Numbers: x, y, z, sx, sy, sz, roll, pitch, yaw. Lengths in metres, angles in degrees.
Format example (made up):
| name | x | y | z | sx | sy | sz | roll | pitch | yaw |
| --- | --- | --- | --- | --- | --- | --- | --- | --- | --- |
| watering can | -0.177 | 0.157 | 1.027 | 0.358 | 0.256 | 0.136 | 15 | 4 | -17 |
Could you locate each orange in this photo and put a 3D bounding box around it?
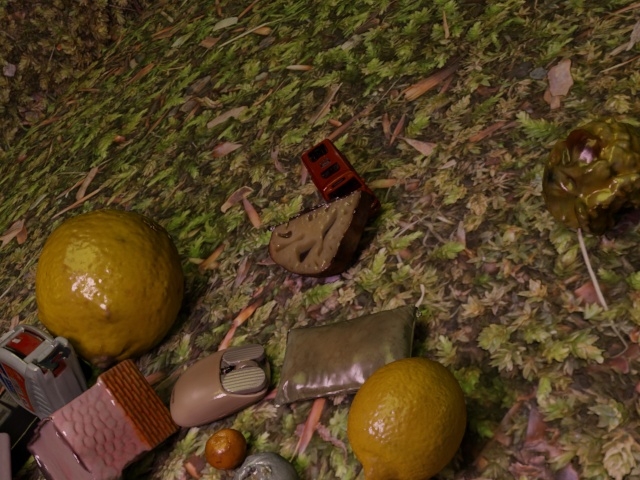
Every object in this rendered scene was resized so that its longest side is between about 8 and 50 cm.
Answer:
| name | x | y | z | sx | sy | sz | roll | pitch | yaw |
| --- | --- | --- | --- | --- | --- | --- | --- | --- | --- |
| orange | -0.180 | 0.400 | 1.541 | 0.083 | 0.070 | 0.083 | -17 | 31 | 10 |

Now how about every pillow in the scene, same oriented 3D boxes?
| name | x | y | z | sx | sy | sz | roll | pitch | yaw |
| --- | --- | --- | --- | --- | --- | --- | --- | --- | --- |
| pillow | 0.051 | 0.222 | 1.549 | 0.302 | 0.075 | 0.185 | -15 | 44 | 27 |

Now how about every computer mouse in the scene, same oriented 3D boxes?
| name | x | y | z | sx | sy | sz | roll | pitch | yaw |
| --- | --- | --- | --- | --- | --- | --- | --- | --- | --- |
| computer mouse | -0.212 | 0.298 | 1.667 | 0.236 | 0.082 | 0.145 | -24 | 38 | 17 |

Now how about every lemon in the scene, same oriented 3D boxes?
| name | x | y | z | sx | sy | sz | roll | pitch | yaw |
| --- | --- | --- | --- | --- | --- | --- | --- | --- | --- |
| lemon | -0.487 | 0.112 | 1.869 | 0.349 | 0.350 | 0.387 | -17 | 64 | 23 |
| lemon | 0.141 | 0.291 | 1.315 | 0.186 | 0.187 | 0.244 | 11 | 51 | 44 |

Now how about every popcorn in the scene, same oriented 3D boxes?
| name | x | y | z | sx | sy | sz | roll | pitch | yaw |
| --- | --- | --- | --- | --- | --- | --- | --- | --- | --- |
| popcorn | 0.509 | -0.115 | 1.487 | 0.169 | 0.218 | 0.189 | -1 | 47 | -28 |

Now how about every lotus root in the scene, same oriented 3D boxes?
| name | x | y | z | sx | sy | sz | roll | pitch | yaw |
| --- | --- | --- | --- | --- | --- | --- | --- | --- | --- |
| lotus root | 0.000 | 0.000 | 1.789 | 0.260 | 0.074 | 0.170 | -16 | 65 | 34 |

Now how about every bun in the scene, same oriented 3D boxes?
| name | x | y | z | sx | sy | sz | roll | pitch | yaw |
| --- | --- | --- | --- | --- | --- | --- | --- | --- | --- |
| bun | -0.111 | 0.439 | 1.434 | 0.140 | 0.083 | 0.141 | -21 | 42 | 20 |

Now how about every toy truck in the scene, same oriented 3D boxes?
| name | x | y | z | sx | sy | sz | roll | pitch | yaw |
| --- | --- | --- | --- | --- | --- | --- | --- | --- | --- |
| toy truck | 0.043 | -0.135 | 1.908 | 0.107 | 0.114 | 0.253 | -34 | 37 | 3 |

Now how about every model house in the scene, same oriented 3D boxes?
| name | x | y | z | sx | sy | sz | roll | pitch | yaw |
| --- | --- | --- | --- | --- | --- | --- | --- | --- | --- |
| model house | -0.438 | 0.404 | 1.663 | 0.237 | 0.202 | 0.237 | -37 | -8 | -40 |

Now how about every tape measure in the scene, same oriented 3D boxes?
| name | x | y | z | sx | sy | sz | roll | pitch | yaw |
| --- | --- | --- | --- | --- | --- | --- | --- | --- | --- |
| tape measure | -0.617 | 0.291 | 1.794 | 0.246 | 0.243 | 0.125 | 23 | 48 | 28 |

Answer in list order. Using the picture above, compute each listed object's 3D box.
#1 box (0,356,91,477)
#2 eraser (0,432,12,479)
| name | x | y | z | sx | sy | sz | roll | pitch | yaw |
| --- | --- | --- | --- | --- | --- | --- | --- | --- | --- |
| box | -0.723 | 0.419 | 1.957 | 0.211 | 0.058 | 0.350 | 8 | 55 | 45 |
| eraser | -0.761 | 0.605 | 1.675 | 0.272 | 0.122 | 0.359 | -41 | 43 | 11 |
